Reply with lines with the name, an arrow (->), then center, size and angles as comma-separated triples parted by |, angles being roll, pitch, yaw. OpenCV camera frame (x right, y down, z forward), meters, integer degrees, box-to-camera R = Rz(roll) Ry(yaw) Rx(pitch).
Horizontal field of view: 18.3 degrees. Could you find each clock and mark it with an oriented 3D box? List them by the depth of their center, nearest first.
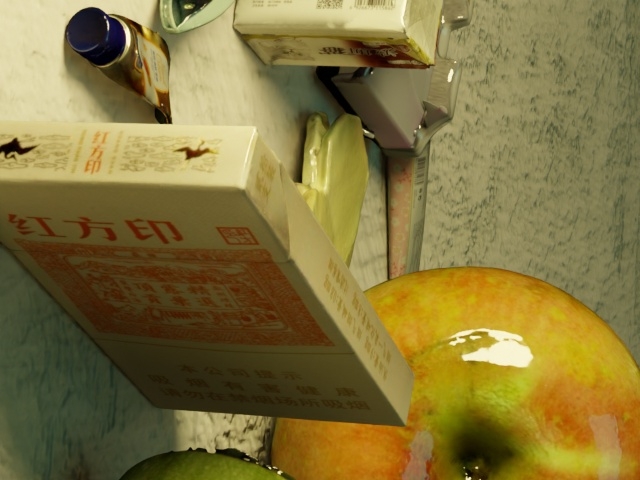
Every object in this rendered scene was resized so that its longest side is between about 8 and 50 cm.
clock -> 0.076, -0.217, 1.860 | 0.186, 0.083, 0.253 | 46, 51, -61

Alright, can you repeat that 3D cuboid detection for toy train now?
toy train -> -0.070, -0.224, 1.532 | 0.048, 0.055, 0.252 | 86, 21, -44

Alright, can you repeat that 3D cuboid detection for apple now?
apple -> 0.121, 0.187, 1.716 | 0.339, 0.339, 0.339 | 3, 90, -69

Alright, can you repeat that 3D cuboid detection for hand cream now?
hand cream -> -0.131, -0.125, 1.414 | 0.163, 0.039, 0.062 | 34, 45, -68
hand cream -> 0.086, -0.034, 1.980 | 0.067, 0.043, 0.209 | -38, 134, -60

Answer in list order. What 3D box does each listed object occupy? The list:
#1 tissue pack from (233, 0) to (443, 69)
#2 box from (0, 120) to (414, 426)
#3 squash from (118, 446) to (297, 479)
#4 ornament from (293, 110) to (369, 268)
tissue pack -> 0.020, -0.202, 1.629 | 0.099, 0.149, 0.106 | 44, 53, -63
box -> -0.080, 0.030, 1.334 | 0.365, 0.205, 0.051 | 58, 40, -57
squash -> -0.105, 0.285, 1.340 | 0.260, 0.189, 0.189 | -68, 152, -49
ornament -> 0.000, 0.000, 1.741 | 0.201, 0.059, 0.180 | -66, 153, -46
